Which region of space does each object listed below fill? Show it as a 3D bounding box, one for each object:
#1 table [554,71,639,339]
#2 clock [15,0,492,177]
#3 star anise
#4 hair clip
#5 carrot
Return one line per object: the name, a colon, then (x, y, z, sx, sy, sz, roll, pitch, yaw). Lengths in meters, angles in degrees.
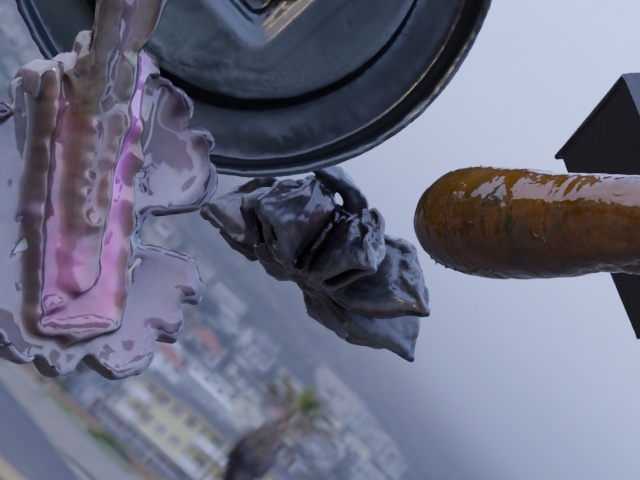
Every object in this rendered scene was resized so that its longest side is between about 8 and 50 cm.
table: (0.485, -0.051, 1.867, 0.196, 0.251, 0.282, 123, -46, -56)
clock: (-0.042, -0.201, 0.946, 0.319, 0.319, 0.066, 45, -3, -14)
star anise: (0.000, -0.001, 1.118, 0.209, 0.089, 0.231, 30, -24, 15)
hair clip: (-0.108, -0.076, 0.759, 0.173, 0.300, 0.069, 3, 18, -41)
carrot: (0.116, -0.009, 0.734, 0.186, 0.060, 0.060, 2, -40, 52)
